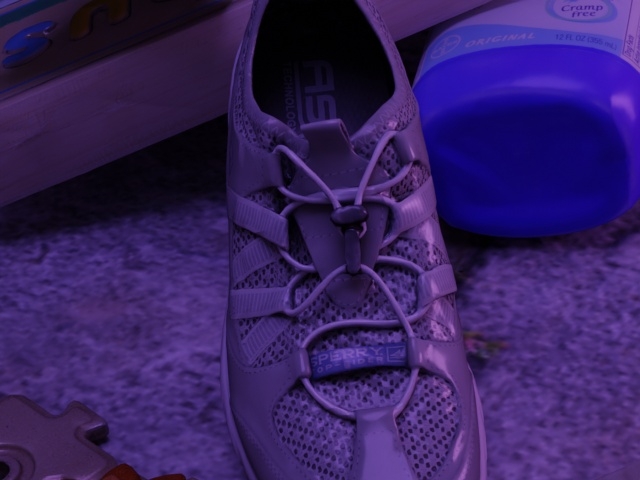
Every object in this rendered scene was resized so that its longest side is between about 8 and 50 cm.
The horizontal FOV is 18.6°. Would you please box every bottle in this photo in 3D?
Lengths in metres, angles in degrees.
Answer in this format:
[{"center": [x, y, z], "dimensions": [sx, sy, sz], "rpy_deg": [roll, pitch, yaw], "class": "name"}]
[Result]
[{"center": [0.120, -0.115, 0.989], "dimensions": [0.118, 0.092, 0.283], "rpy_deg": [-3, 36, 18], "class": "bottle"}]

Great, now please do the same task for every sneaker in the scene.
[{"center": [0.000, 0.000, 0.800], "dimensions": [0.105, 0.115, 0.281], "rpy_deg": [-11, 59, -3], "class": "sneaker"}]

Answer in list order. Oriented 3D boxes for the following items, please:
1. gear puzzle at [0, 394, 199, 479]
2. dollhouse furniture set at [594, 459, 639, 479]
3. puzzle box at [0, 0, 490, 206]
[{"center": [-0.140, 0.116, 0.771], "dimensions": [0.175, 0.044, 0.339], "rpy_deg": [-34, 43, -30], "class": "gear puzzle"}, {"center": [0.272, 0.109, 0.452], "dimensions": [0.394, 0.256, 0.362], "rpy_deg": [-23, 51, -8], "class": "dollhouse furniture set"}, {"center": [-0.003, -0.172, 1.025], "dimensions": [0.409, 0.052, 0.272], "rpy_deg": [-22, 30, 7], "class": "puzzle box"}]
